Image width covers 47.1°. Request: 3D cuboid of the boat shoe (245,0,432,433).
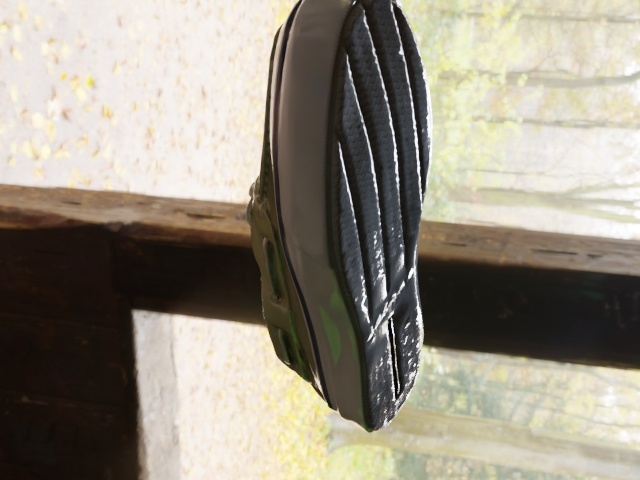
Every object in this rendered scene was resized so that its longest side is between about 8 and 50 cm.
[{"bbox_3d":[0.000,0.000,0.421,0.109,0.094,0.302,-46,144,-39],"label":"boat shoe"}]
